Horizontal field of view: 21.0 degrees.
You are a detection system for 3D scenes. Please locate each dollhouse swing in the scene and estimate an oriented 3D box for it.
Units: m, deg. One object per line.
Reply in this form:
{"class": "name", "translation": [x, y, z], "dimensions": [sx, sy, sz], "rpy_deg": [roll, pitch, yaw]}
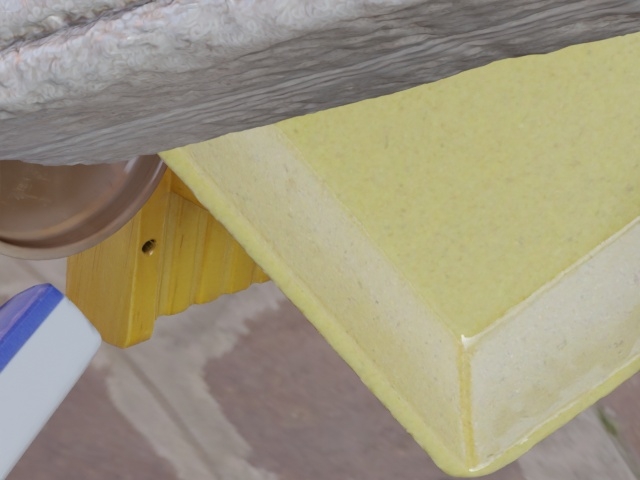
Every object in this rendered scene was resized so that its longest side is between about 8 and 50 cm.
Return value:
{"class": "dollhouse swing", "translation": [0.000, 0.000, 1.559], "dimensions": [0.347, 0.315, 0.305], "rpy_deg": [-20, 45, -33]}

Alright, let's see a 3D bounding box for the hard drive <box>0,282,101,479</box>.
{"class": "hard drive", "translation": [-0.199, 0.143, 0.557], "dimensions": [0.210, 0.318, 0.040], "rpy_deg": [-38, 99, 22]}

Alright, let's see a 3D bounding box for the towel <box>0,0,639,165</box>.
{"class": "towel", "translation": [-0.012, -0.073, 0.560], "dimensions": [0.282, 0.187, 0.049], "rpy_deg": [-13, 86, 23]}

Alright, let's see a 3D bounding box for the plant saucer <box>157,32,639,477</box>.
{"class": "plant saucer", "translation": [0.108, -0.085, 0.887], "dimensions": [0.333, 0.333, 0.081], "rpy_deg": [-36, 27, 8]}

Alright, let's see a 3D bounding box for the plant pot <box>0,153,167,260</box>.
{"class": "plant pot", "translation": [-0.220, -0.111, 1.258], "dimensions": [0.110, 0.237, 0.237], "rpy_deg": [16, 80, 43]}
